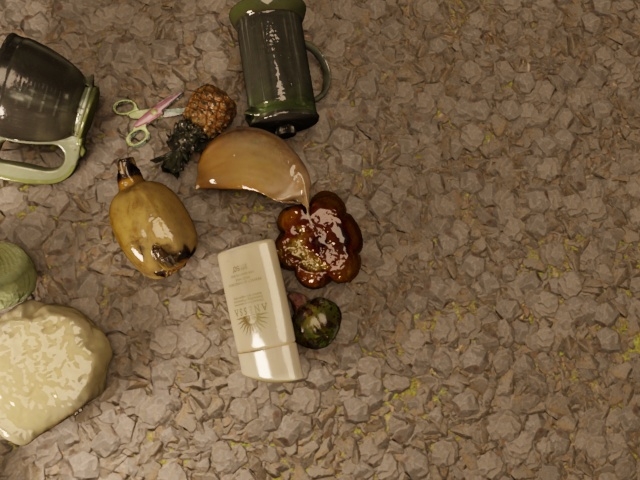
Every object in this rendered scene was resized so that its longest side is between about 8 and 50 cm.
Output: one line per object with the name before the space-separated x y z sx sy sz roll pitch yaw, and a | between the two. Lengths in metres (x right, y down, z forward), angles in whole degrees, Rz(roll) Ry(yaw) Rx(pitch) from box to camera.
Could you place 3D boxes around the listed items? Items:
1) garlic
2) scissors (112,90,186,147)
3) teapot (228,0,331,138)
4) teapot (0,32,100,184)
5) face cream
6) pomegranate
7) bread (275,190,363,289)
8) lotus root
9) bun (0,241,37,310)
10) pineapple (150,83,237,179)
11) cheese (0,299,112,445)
garlic | -0.134 -0.162 1.509 0.339 0.151 0.196 18 75 13
scissors | -0.432 -0.328 1.581 0.187 0.020 0.133 -24 90 -9
teapot | -0.089 -0.431 1.573 0.271 0.200 0.336 -5 84 -36
teapot | -0.661 -0.300 1.439 0.240 0.239 0.321 17 75 -19
face cream | -0.152 0.182 1.503 0.174 0.081 0.348 -15 84 29
pomegranate | -0.024 0.192 1.522 0.138 0.125 0.163 -43 90 0
bread | -0.008 0.011 1.544 0.232 0.135 0.246 -25 89 2
lotus root | -0.418 -0.057 1.474 0.183 0.183 0.309 -29 85 -11
bun | -0.763 0.091 1.411 0.196 0.118 0.195 6 38 -4
pineapple | -0.320 -0.271 1.539 0.128 0.128 0.248 36 80 -3
cheese | -0.655 0.303 1.418 0.318 0.115 0.326 5 83 -8
